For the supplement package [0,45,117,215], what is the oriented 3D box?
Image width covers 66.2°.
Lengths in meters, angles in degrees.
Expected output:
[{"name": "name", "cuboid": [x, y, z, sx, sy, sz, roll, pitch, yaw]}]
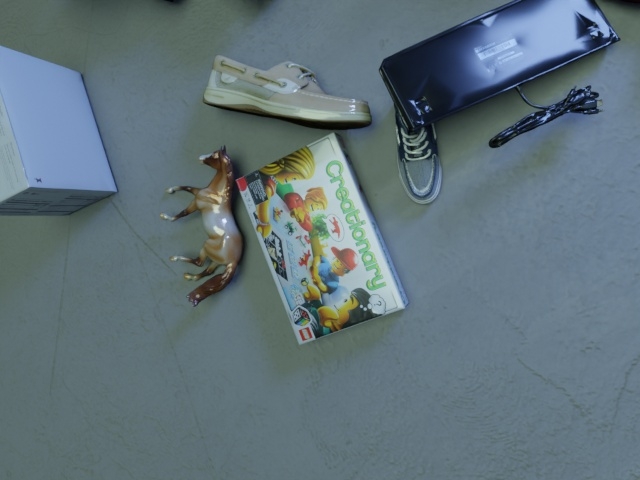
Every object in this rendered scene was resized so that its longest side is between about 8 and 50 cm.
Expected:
[{"name": "supplement package", "cuboid": [-0.537, -0.190, 0.912, 0.145, 0.204, 0.261, -19, 87, 19]}]

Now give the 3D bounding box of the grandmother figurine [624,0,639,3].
[{"name": "grandmother figurine", "cuboid": [0.447, -0.400, 0.636, 0.208, 0.104, 0.342, -30, 86, 45]}]

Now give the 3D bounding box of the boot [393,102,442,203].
[{"name": "boot", "cuboid": [0.142, -0.150, 0.751, 0.069, 0.086, 0.189, -10, 90, 19]}]

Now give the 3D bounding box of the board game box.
[{"name": "board game box", "cuboid": [0.000, 0.000, 0.823, 0.193, 0.053, 0.305, -23, 85, 18]}]

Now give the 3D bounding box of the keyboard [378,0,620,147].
[{"name": "keyboard", "cuboid": [0.262, -0.228, 0.687, 0.318, 0.033, 0.201, -24, 78, 0]}]

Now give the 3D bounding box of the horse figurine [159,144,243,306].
[{"name": "horse figurine", "cuboid": [-0.203, -0.020, 0.885, 0.175, 0.066, 0.262, -13, 86, 25]}]

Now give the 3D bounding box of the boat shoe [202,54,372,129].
[{"name": "boat shoe", "cuboid": [-0.056, -0.246, 0.804, 0.303, 0.109, 0.098, 16, 99, 23]}]
